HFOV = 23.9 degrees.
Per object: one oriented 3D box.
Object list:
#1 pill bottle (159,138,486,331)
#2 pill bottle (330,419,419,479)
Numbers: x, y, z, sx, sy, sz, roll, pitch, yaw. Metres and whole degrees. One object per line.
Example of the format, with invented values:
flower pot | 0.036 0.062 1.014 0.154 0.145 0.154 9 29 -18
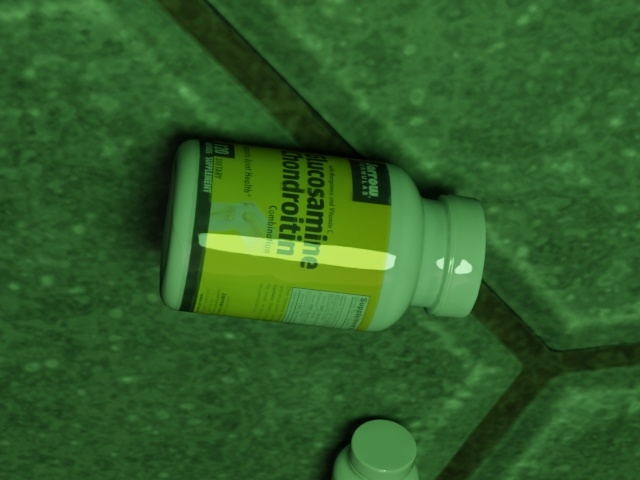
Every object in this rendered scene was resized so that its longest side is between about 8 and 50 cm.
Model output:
pill bottle | 0.000 0.000 0.900 0.184 0.103 0.103 6 133 -9
pill bottle | 0.037 0.186 1.108 0.065 0.065 0.116 4 134 -6
